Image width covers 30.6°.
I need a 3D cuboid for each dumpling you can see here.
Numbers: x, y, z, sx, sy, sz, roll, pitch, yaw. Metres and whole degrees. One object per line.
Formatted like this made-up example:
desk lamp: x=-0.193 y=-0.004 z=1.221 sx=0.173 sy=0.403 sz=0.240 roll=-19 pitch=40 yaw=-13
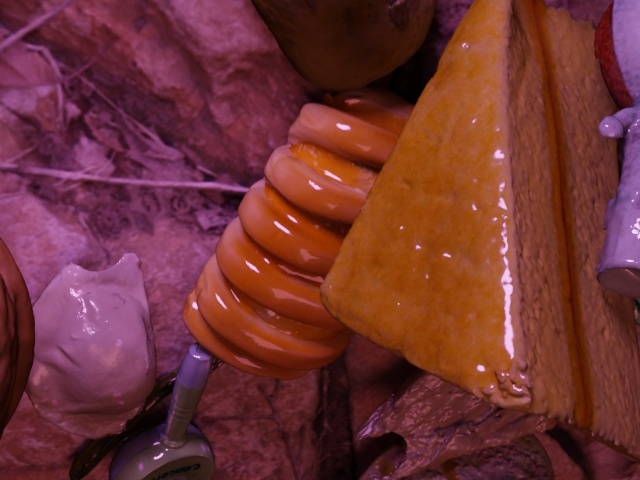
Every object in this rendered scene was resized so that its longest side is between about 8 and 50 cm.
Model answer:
dumpling: x=-0.225 y=0.104 z=1.127 sx=0.136 sy=0.118 sz=0.199 roll=6 pitch=103 yaw=-23

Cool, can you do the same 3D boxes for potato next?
potato: x=0.013 y=-0.224 z=0.945 sx=0.160 sy=0.111 sz=0.272 roll=-25 pitch=129 yaw=5

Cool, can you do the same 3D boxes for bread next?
bread: x=0.198 y=-0.040 z=0.987 sx=0.233 sy=0.245 sz=0.362 roll=26 pitch=87 yaw=-43
bread: x=0.137 y=0.318 z=1.385 sx=0.260 sy=0.158 sz=0.156 roll=-19 pitch=148 yaw=-19
bread: x=0.000 y=0.000 z=1.106 sx=0.173 sy=0.121 sz=0.311 roll=17 pitch=117 yaw=-28

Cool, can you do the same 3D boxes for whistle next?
whistle: x=0.297 y=-0.112 z=1.011 sx=0.133 sy=0.346 sz=0.142 roll=-3 pitch=147 yaw=38

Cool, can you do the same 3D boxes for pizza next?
pizza: x=0.158 y=0.177 z=1.306 sx=0.262 sy=0.034 sz=0.181 roll=-24 pitch=114 yaw=-15

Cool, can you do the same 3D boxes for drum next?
drum: x=-0.170 y=0.205 z=1.221 sx=0.130 sy=0.049 sz=0.253 roll=-21 pitch=144 yaw=-20

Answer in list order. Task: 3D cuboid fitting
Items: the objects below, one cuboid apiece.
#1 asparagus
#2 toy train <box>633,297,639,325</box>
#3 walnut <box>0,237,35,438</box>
asparagus: x=-0.188 y=0.181 z=1.248 sx=0.236 sy=0.027 sz=0.034 roll=-40 pitch=107 yaw=14
toy train: x=0.351 y=0.060 z=1.285 sx=0.149 sy=0.099 sz=0.081 roll=32 pitch=99 yaw=-32
walnut: x=-0.380 y=0.091 z=0.941 sx=0.332 sy=0.333 sz=0.333 roll=-9 pitch=129 yaw=-11
